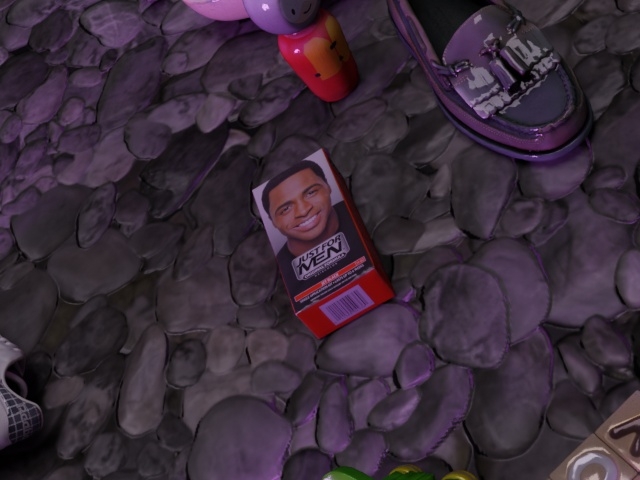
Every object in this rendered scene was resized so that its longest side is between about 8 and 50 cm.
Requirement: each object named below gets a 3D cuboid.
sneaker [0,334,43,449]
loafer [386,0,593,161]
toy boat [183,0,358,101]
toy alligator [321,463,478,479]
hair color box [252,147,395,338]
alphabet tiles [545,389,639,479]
[{"bbox_3d":[-0.305,0.111,0.898,0.094,0.090,0.235,-13,32,-20],"label":"sneaker"},{"bbox_3d":[0.116,-0.163,0.837,0.096,0.084,0.267,-36,46,2],"label":"loafer"},{"bbox_3d":[-0.028,-0.278,0.965,0.267,0.148,0.318,-22,48,15],"label":"toy boat"},{"bbox_3d":[0.083,0.173,0.631,0.189,0.056,0.051,0,97,33],"label":"toy alligator"},{"bbox_3d":[0.000,0.000,0.814,0.072,0.043,0.141,-31,46,9],"label":"hair color box"},{"bbox_3d":[0.219,0.192,0.563,0.198,0.009,0.237,-43,47,-4],"label":"alphabet tiles"}]
